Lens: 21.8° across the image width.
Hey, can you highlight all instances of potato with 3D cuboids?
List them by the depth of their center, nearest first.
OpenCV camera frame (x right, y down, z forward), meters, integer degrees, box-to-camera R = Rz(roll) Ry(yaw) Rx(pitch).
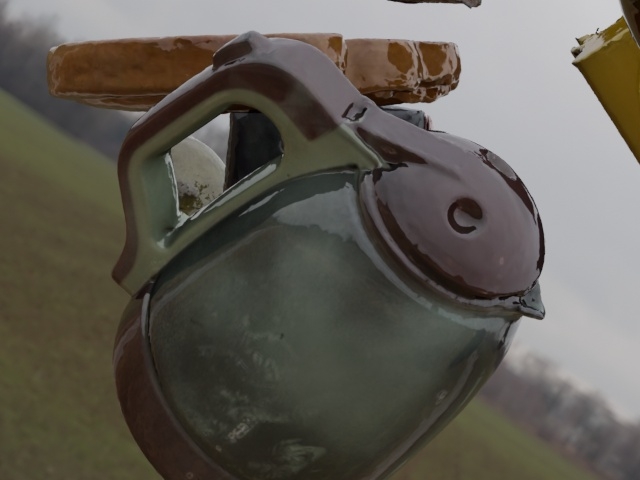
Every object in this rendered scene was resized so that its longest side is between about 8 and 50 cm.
[{"bbox_3d":[-0.196,-0.055,2.452,0.174,0.159,0.251,-20,85,-83],"label":"potato"}]

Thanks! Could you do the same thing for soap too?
[{"bbox_3d":[0.475,-0.155,2.058,0.324,0.204,0.096,54,17,-11],"label":"soap"}]

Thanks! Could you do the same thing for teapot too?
[{"bbox_3d":[-0.006,0.014,1.174,0.315,0.312,0.233,41,41,-6],"label":"teapot"}]

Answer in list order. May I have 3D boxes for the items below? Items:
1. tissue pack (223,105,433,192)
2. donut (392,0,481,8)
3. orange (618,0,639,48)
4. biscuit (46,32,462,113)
[{"bbox_3d":[0.000,0.000,1.918,0.245,0.332,0.123,5,-4,-2],"label":"tissue pack"},{"bbox_3d":[0.087,-0.341,1.921,0.187,0.126,0.144,12,-9,36],"label":"donut"},{"bbox_3d":[0.377,-0.243,1.487,0.334,0.196,0.262,37,-37,58],"label":"orange"},{"bbox_3d":[-0.065,-0.157,1.588,0.350,0.078,0.455,5,7,31],"label":"biscuit"}]
